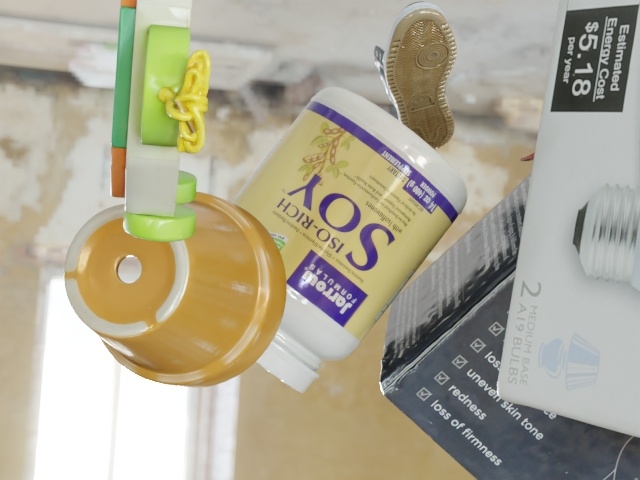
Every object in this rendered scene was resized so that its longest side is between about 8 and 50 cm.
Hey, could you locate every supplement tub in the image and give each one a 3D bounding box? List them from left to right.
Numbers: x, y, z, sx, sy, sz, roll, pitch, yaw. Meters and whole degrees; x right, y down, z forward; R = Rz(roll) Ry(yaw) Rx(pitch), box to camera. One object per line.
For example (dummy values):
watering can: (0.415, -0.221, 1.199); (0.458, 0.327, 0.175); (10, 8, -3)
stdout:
supplement tub: (0.000, 0.000, 1.620); (0.241, 0.331, 0.241); (37, 177, 2)

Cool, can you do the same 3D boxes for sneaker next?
sneaker: (0.127, -0.264, 1.799); (0.099, 0.153, 0.282); (-13, 146, 0)

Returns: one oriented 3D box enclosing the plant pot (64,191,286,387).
plant pot: (-0.156, 0.041, 1.284); (0.205, 0.205, 0.188); (2, 172, 15)

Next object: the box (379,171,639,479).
box: (0.407, 0.133, 1.598); (0.480, 0.472, 0.297); (43, -161, -10)

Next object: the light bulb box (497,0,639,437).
light bulb box: (0.331, -0.033, 0.772); (0.225, 0.357, 0.361); (9, 179, -35)

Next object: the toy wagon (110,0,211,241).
toy wagon: (-0.118, -0.138, 0.973); (0.068, 0.267, 0.344); (4, -165, -6)

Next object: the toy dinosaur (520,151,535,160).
toy dinosaur: (0.245, -0.109, 1.229); (0.090, 0.082, 0.047); (13, 168, 7)
